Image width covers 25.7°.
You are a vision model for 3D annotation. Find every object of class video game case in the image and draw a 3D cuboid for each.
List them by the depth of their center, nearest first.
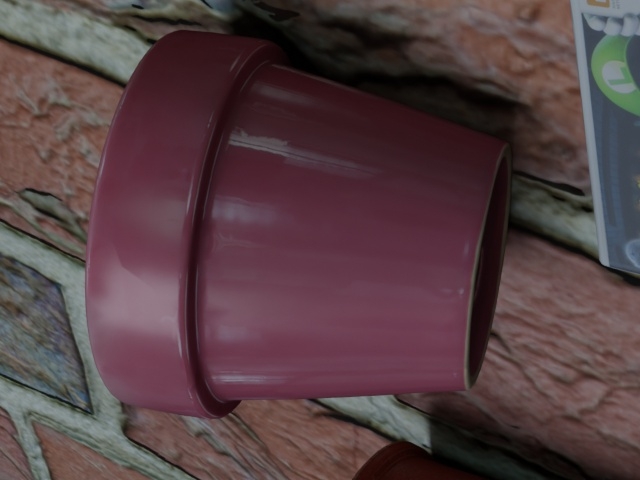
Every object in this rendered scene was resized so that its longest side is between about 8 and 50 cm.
[{"bbox_3d":[0.200,-0.039,0.626,0.173,0.022,0.190,15,142,30],"label":"video game case"}]

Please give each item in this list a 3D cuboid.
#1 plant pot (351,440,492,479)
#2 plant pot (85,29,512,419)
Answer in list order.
[{"bbox_3d":[0.150,0.285,0.884,0.265,0.272,0.272,8,138,25],"label":"plant pot"},{"bbox_3d":[0.000,0.000,0.727,0.180,0.201,0.201,8,140,12],"label":"plant pot"}]
